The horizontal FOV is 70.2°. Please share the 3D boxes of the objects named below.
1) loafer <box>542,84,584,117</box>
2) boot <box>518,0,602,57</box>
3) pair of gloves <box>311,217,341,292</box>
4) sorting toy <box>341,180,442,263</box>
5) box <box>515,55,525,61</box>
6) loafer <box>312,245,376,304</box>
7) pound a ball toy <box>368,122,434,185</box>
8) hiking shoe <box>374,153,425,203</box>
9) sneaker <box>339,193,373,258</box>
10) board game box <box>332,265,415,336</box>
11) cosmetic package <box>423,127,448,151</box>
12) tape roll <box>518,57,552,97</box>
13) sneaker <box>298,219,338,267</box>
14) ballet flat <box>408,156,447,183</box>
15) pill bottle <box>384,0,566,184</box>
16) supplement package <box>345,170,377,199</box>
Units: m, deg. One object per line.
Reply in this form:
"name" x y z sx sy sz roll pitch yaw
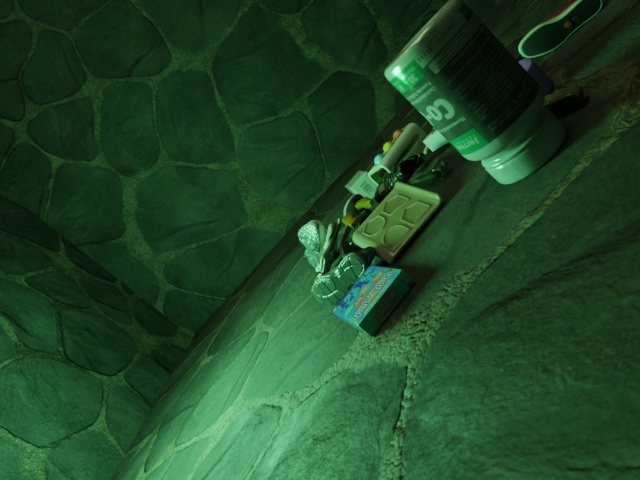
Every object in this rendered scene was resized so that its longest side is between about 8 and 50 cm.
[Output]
"loafer" 0.527 -0.305 1.026 0.050 0.056 0.148 -51 20 -19
"boot" 0.740 -0.677 1.430 0.244 0.088 0.176 -32 17 31
"pair of gloves" 0.019 0.052 1.555 0.240 0.042 0.204 99 -169 -53
"sorting toy" 0.194 -0.067 1.333 0.229 0.041 0.307 -52 32 -3
"box" 0.585 -0.544 1.554 0.225 0.036 0.136 -37 5 -24
"loafer" 0.073 0.105 1.314 0.084 0.096 0.267 -33 -9 -42
"pound a ball toy" 0.341 -0.375 1.827 0.319 0.136 0.208 -54 11 -25
"hiking shoe" 0.272 -0.226 1.619 0.227 0.086 0.114 -47 -15 10
"sneaker" 0.150 -0.074 1.530 0.147 0.104 0.295 -42 25 43
"board game box" 0.121 0.137 1.093 0.160 0.047 0.210 -50 11 -10
"cosmetic package" 0.469 -0.404 1.606 0.099 0.060 0.239 -53 11 -21
"tape roll" 0.503 -0.377 1.285 0.275 0.090 0.275 -47 10 11
"sneaker" 0.000 0.000 1.691 0.129 0.111 0.297 -42 -22 -17
"ballet flat" 0.347 -0.213 1.458 0.084 0.058 0.250 -54 5 -5
"pill bottle" 0.328 -0.302 0.960 0.204 0.361 0.204 -47 10 11
"supplement package" 0.191 -0.241 2.041 0.105 0.105 0.179 -48 10 4
